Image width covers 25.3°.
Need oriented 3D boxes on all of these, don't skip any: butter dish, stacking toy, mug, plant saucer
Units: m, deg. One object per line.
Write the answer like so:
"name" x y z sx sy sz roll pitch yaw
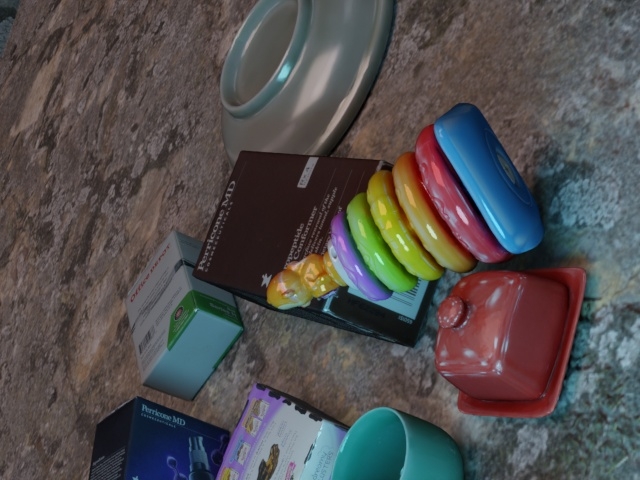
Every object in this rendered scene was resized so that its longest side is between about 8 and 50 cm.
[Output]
"butter dish" 0.169 0.088 1.433 0.160 0.118 0.160 -8 62 58
"stacking toy" 0.070 -0.002 1.506 0.302 0.165 0.175 -30 3 17
"mug" 0.079 0.250 1.482 0.158 0.097 0.129 -23 50 52
"plant saucer" -0.051 -0.266 2.105 0.400 0.101 0.400 -39 38 39

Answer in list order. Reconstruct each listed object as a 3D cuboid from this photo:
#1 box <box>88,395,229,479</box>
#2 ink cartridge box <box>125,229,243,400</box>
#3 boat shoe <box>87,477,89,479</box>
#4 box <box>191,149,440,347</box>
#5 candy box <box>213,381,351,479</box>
"box" -0.216 0.331 1.862 0.108 0.153 0.207 -36 41 42
"ink cartridge box" -0.203 0.106 2.083 0.153 0.087 0.208 -53 31 22
"boat shoe" -0.311 0.411 2.054 0.081 0.079 0.227 -52 25 42
"box" 0.000 0.000 1.772 0.381 0.143 0.191 8 76 63
"candy box" -0.044 0.275 1.699 0.196 0.070 0.164 18 84 62
